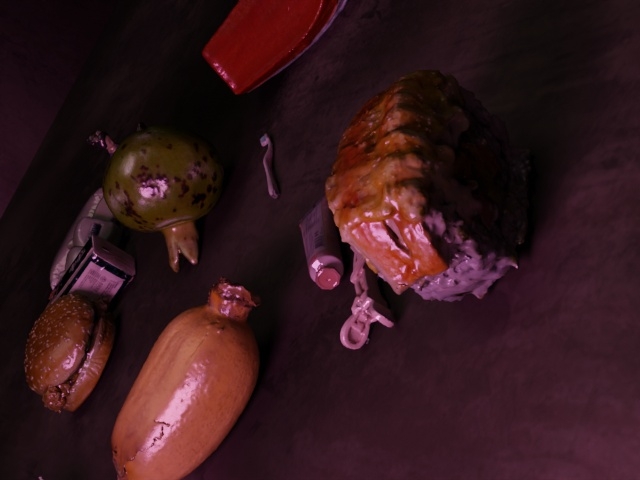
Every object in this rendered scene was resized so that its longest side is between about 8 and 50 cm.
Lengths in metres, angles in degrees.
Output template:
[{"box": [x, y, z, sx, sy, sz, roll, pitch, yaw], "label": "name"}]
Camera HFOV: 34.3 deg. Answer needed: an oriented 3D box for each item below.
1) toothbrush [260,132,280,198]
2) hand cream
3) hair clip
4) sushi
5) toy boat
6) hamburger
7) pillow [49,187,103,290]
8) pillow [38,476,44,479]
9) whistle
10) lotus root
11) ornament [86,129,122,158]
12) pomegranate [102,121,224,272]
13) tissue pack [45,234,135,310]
[{"box": [-0.081, -0.123, 1.657, 0.022, 0.017, 0.204, -39, 29, 15], "label": "toothbrush"}, {"box": [0.000, 0.000, 1.349, 0.067, 0.043, 0.210, -48, 22, 18], "label": "hand cream"}, {"box": [0.052, 0.034, 1.214, 0.072, 0.034, 0.226, -44, 28, 31], "label": "hair clip"}, {"box": [0.113, -0.061, 1.042, 0.139, 0.184, 0.274, -29, 33, 40], "label": "sushi"}, {"box": [-0.056, -0.397, 1.795, 0.332, 0.145, 0.133, -38, 4, 36], "label": "toy boat"}, {"box": [-0.454, 0.201, 1.863, 0.189, 0.122, 0.215, -43, 31, 26], "label": "hamburger"}, {"box": [-0.514, -0.002, 2.258, 0.254, 0.078, 0.144, -62, 15, -8], "label": "pillow"}, {"box": [-0.437, 0.511, 1.462, 0.283, 0.138, 0.310, -59, 28, 1], "label": "pillow"}, {"box": [-0.461, 0.009, 2.122, 0.092, 0.110, 0.244, 96, -176, -55], "label": "whistle"}, {"box": [-0.163, 0.191, 1.324, 0.146, 0.131, 0.303, 31, 91, 42], "label": "lotus root"}, {"box": [-0.345, -0.150, 1.963, 0.081, 0.203, 0.088, -10, 58, 49], "label": "ornament"}, {"box": [-0.259, -0.079, 1.766, 0.211, 0.263, 0.211, -18, 1, 0], "label": "pomegranate"}, {"box": [-0.440, 0.088, 1.985, 0.170, 0.103, 0.090, -50, 22, 18], "label": "tissue pack"}]
